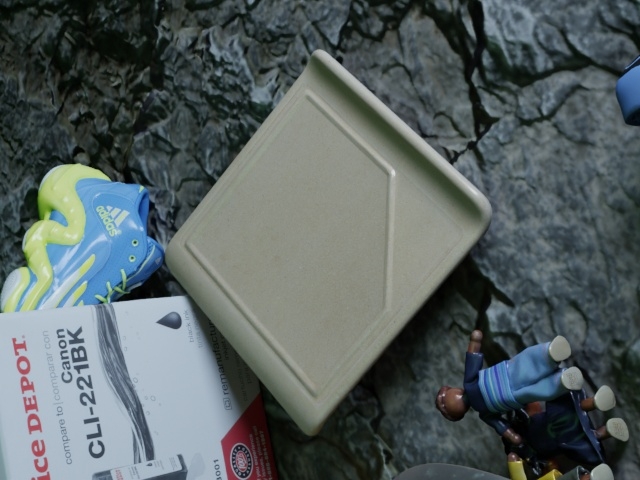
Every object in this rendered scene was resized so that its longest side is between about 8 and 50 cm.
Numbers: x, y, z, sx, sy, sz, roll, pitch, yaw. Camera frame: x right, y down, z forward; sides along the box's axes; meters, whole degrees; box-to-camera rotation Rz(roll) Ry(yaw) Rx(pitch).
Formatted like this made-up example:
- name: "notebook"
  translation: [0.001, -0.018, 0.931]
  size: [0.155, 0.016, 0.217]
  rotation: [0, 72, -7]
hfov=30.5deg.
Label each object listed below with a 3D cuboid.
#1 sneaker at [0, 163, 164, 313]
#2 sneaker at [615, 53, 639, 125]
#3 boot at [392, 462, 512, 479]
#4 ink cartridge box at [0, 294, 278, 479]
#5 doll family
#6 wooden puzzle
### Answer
- name: "sneaker"
  translation: [-0.217, 0.037, 1.087]
  size: [0.126, 0.091, 0.240]
  rotation: [4, 67, 8]
- name: "sneaker"
  translation: [0.265, -0.159, 0.692]
  size: [0.232, 0.081, 0.090]
  rotation: [-35, 66, 31]
- name: "boot"
  translation: [0.173, 0.238, 0.728]
  size: [0.305, 0.115, 0.112]
  rotation: [24, 83, 24]
- name: "ink cartridge box"
  translation: [-0.180, 0.155, 0.977]
  size: [0.114, 0.273, 0.196]
  rotation: [-19, 79, 42]
- name: "doll family"
  translation: [0.151, 0.153, 0.815]
  size: [0.111, 0.076, 0.192]
  rotation: [-28, 68, 44]
- name: "wooden puzzle"
  translation: [0.000, 0.000, 0.940]
  size: [0.221, 0.044, 0.238]
  rotation: [47, 109, 31]
